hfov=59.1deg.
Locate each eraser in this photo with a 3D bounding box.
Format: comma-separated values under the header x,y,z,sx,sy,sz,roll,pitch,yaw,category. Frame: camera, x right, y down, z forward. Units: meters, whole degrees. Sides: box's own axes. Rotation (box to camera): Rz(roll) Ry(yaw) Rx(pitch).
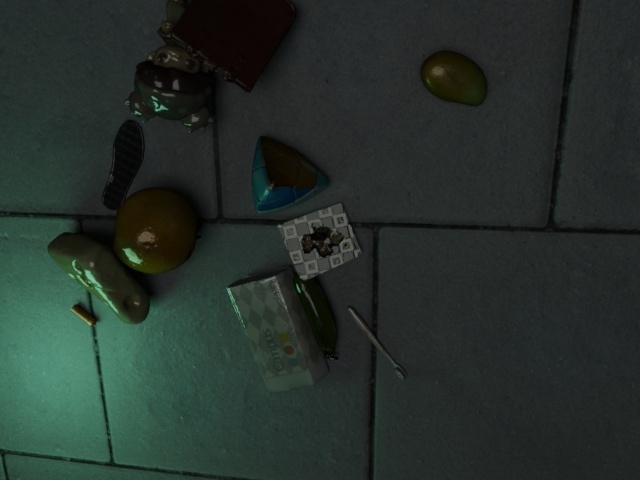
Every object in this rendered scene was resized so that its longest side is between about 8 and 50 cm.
x,y,z,sx,sy,sz,roll,pitch,yaw,category
-0.134,0.295,1.846,0.213,0.082,0.397,-15,103,16,eraser

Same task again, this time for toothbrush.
x,y,z,sx,sy,sz,roll,pitch,yaw,category
0.182,0.335,1.823,0.025,0.029,0.307,-36,97,26,toothbrush

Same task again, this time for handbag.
x,y,z,sx,sy,sz,roll,pitch,yaw,category
-0.229,-0.578,1.516,0.260,0.084,0.276,30,86,-20,handbag

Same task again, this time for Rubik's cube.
x,y,z,sx,sy,sz,roll,pitch,yaw,category
-0.152,-0.185,1.678,0.254,0.254,0.255,3,107,10,Rubik's cube

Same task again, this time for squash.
x,y,z,sx,sy,sz,roll,pitch,yaw,category
-0.005,0.243,1.805,0.087,0.087,0.332,-16,103,15,squash

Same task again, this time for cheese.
x,y,z,sx,sy,sz,roll,pitch,yaw,category
-0.734,0.113,1.866,0.328,0.130,0.351,21,148,34,cheese

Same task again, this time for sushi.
x,y,z,sx,sy,sz,roll,pitch,yaw,category
0.000,0.000,1.746,0.210,0.040,0.193,-22,97,3,sushi

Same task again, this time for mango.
x,y,z,sx,sy,sz,roll,pitch,yaw,category
0.364,-0.433,1.523,0.194,0.092,0.130,36,108,-6,mango

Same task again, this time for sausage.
x,y,z,sx,sy,sz,roll,pitch,yaw,category
-0.836,0.270,2.003,0.107,0.031,0.031,38,110,-3,sausage

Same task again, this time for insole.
x,y,z,sx,sy,sz,roll,pitch,yaw,category
-0.640,-0.239,1.821,0.110,0.012,0.309,28,109,1,insole

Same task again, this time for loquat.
x,y,z,sx,sy,sz,roll,pitch,yaw,category
-0.498,-0.030,1.737,0.274,0.275,0.275,3,107,10,loquat

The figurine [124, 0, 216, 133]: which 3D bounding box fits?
x,y,z,sx,sy,sz,roll,pitch,yaw,category
-0.406,-0.507,1.607,0.248,0.203,0.381,9,92,-16,figurine
